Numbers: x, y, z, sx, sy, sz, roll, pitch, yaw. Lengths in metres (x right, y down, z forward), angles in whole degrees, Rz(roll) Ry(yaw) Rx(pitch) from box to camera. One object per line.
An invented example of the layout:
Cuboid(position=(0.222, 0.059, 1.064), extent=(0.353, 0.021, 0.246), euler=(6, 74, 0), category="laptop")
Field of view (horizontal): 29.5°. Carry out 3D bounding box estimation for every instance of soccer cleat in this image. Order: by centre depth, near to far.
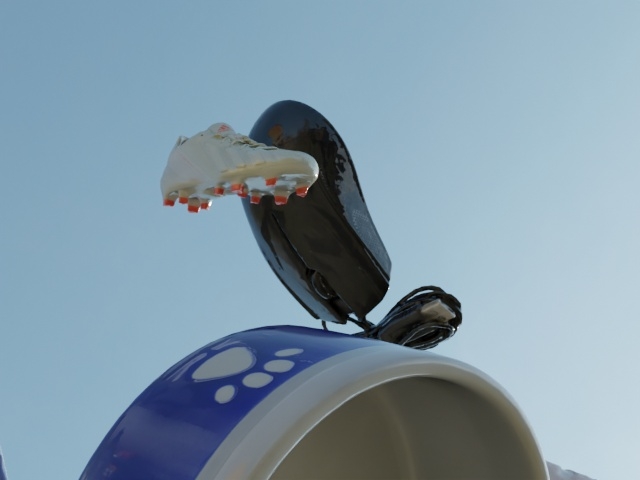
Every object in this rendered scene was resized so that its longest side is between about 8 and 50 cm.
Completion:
Cuboid(position=(-0.077, -0.070, 1.071), extent=(0.068, 0.196, 0.076), euler=(16, -104, -41), category="soccer cleat")

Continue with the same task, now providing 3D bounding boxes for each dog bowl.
Cuboid(position=(-0.002, 0.177, 0.600), extent=(0.265, 0.104, 0.265), euler=(-10, -76, -44), category="dog bowl")

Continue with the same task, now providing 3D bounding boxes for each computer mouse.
Cuboid(position=(0.000, 0.000, 1.122), extent=(0.188, 0.072, 0.272), euler=(-29, -93, 44), category="computer mouse")

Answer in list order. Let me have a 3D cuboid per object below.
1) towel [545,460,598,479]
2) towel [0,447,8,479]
Cuboid(position=(0.076, 0.267, 0.819), extent=(0.332, 0.317, 0.053), euler=(22, -38, -13), category="towel")
Cuboid(position=(-0.505, 0.316, 1.327), extent=(0.336, 0.040, 0.243), euler=(-18, -42, -20), category="towel")
